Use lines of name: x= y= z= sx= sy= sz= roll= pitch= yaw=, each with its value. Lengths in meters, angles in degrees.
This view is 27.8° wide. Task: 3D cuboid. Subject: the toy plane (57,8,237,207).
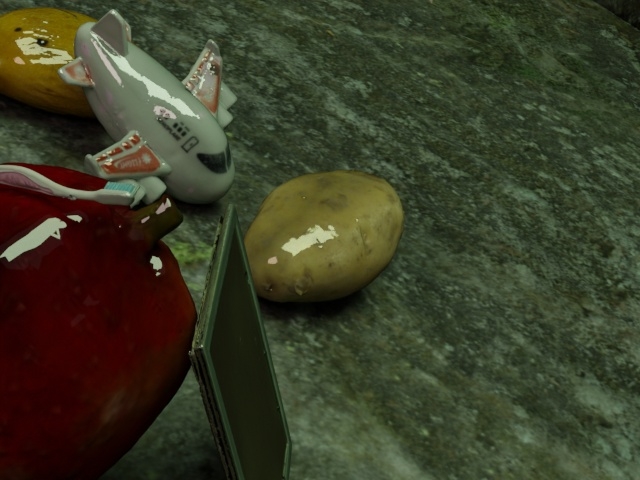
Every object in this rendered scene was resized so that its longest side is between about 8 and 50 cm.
toy plane: x=-0.189 y=-0.147 z=1.476 sx=0.252 sy=0.118 sz=0.252 roll=16 pitch=65 yaw=-36

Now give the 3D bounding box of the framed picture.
framed picture: x=-0.061 y=0.135 z=1.063 sx=0.017 sy=0.274 sz=0.217 roll=-7 pitch=28 yaw=8

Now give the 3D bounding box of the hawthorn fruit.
hawthorn fruit: x=-0.223 y=0.066 z=0.982 sx=0.265 sy=0.307 sz=0.265 roll=54 pitch=15 yaw=-22

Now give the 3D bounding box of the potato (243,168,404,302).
potato: x=0.004 y=0.002 z=1.444 sx=0.161 sy=0.128 sz=0.234 roll=12 pitch=33 yaw=10

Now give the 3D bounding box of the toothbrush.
toothbrush: x=-0.220 y=-0.043 z=0.914 sx=0.204 sy=0.017 sz=0.022 roll=7 pitch=39 yaw=21

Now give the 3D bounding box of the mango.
mango: x=-0.294 y=-0.217 z=1.576 sx=0.262 sy=0.108 sz=0.157 roll=-2 pitch=37 yaw=-40
